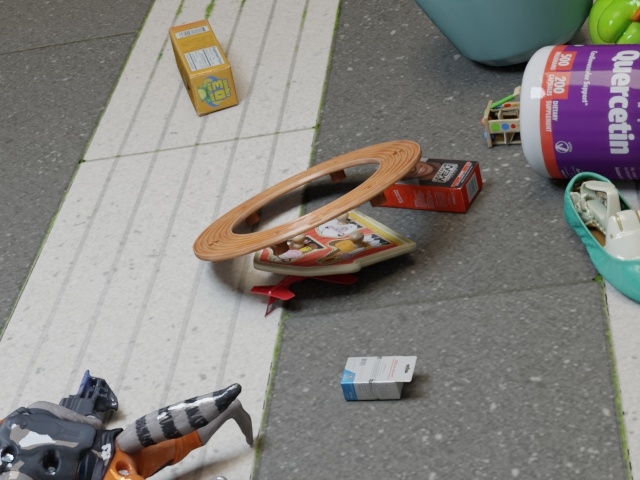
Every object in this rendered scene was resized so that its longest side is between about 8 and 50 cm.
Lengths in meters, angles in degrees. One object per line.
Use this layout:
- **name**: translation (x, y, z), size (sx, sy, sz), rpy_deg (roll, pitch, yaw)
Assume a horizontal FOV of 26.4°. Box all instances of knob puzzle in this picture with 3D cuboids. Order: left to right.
- **knob puzzle**: translation (0.000, 0.000, 1.799), size (0.213, 0.030, 0.213), rpy_deg (-5, 22, 2)

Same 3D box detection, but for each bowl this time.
- **bowl**: translation (0.310, -0.390, 2.175), size (0.311, 0.163, 0.311), rpy_deg (-21, 24, 10)

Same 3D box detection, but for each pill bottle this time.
- **pill bottle**: translation (0.436, -0.169, 1.795), size (0.323, 0.181, 0.181), rpy_deg (2, 35, 25)

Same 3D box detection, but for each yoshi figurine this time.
- **yoshi figurine**: translation (0.526, -0.413, 2.104), size (0.203, 0.203, 0.362), rpy_deg (28, 69, 34)

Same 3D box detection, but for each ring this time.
- **ring**: translation (-0.015, -0.048, 1.837), size (0.336, 0.032, 0.336), rpy_deg (-23, 13, 6)

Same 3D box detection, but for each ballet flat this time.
- **ballet flat**: translation (0.360, -0.012, 1.670), size (0.083, 0.087, 0.247), rpy_deg (-18, 32, -7)

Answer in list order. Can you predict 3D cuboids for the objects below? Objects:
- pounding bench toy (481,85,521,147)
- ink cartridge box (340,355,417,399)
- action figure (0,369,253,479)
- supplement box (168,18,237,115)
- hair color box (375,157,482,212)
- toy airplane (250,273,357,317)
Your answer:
- **pounding bench toy**: translation (0.266, -0.183, 1.976), size (0.065, 0.083, 0.052), rpy_deg (-1, 35, 19)
- **ink cartridge box**: translation (0.070, 0.159, 1.575), size (0.083, 0.028, 0.048), rpy_deg (-3, 34, 18)
- **action figure**: translation (-0.242, 0.211, 1.489), size (0.330, 0.178, 0.341), rpy_deg (-3, 35, 1)
- **supplement box**: translation (-0.203, -0.301, 2.353), size (0.080, 0.078, 0.233), rpy_deg (-14, 32, -6)
- **hair color box**: translation (0.146, -0.079, 1.900), size (0.141, 0.043, 0.072), rpy_deg (4, 37, 29)
- **toy airplane**: translation (-0.033, 0.047, 1.790), size (0.151, 0.028, 0.151), rpy_deg (-11, 31, 7)
